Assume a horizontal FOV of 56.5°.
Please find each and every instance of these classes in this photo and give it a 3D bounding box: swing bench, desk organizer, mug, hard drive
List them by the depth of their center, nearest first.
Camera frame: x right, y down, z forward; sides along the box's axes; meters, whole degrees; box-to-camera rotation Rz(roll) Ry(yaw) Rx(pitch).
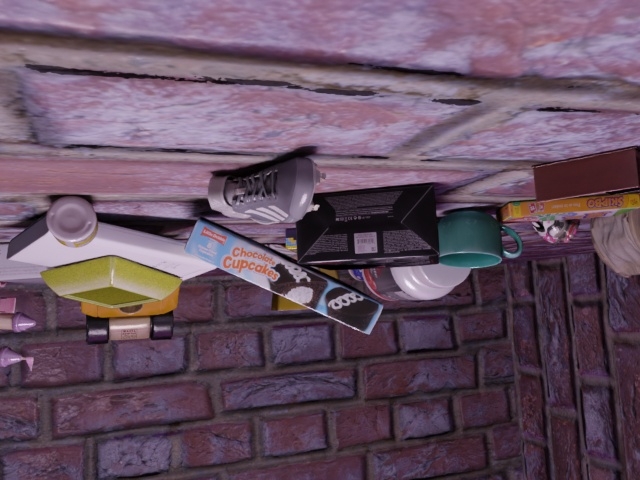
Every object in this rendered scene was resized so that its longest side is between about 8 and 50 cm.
[{"bbox_3d":[0.349,-0.082,0.776,0.130,0.050,0.047,-8,172,40],"label":"desk organizer"},{"bbox_3d":[-0.366,0.025,1.070,0.307,0.040,0.203,17,154,-41],"label":"hard drive"},{"bbox_3d":[0.308,-0.004,1.199,0.157,0.098,0.129,9,163,-21],"label":"mug"},{"bbox_3d":[0.753,0.002,1.283,0.254,0.165,0.253,-4,175,7],"label":"swing bench"}]

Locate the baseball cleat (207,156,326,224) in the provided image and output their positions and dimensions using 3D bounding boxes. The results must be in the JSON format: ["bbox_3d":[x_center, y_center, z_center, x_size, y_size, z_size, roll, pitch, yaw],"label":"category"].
[{"bbox_3d":[-0.075,-0.054,0.709,0.109,0.072,0.206,6,168,-20],"label":"baseball cleat"}]

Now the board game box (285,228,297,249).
[{"bbox_3d":[0.000,0.000,1.389,0.141,0.048,0.170,-2,175,5],"label":"board game box"}]

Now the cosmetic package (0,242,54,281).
[{"bbox_3d":[-0.655,0.056,1.370,0.117,0.086,0.231,-3,175,-8],"label":"cosmetic package"}]

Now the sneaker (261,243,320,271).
[{"bbox_3d":[-0.118,0.071,1.647,0.262,0.121,0.099,-2,173,-14],"label":"sneaker"}]

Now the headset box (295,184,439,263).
[{"bbox_3d":[0.094,-0.010,1.030,0.218,0.110,0.293,-4,174,12],"label":"headset box"}]

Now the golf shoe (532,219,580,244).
[{"bbox_3d":[0.516,-0.036,1.332,0.085,0.068,0.186,25,-179,10],"label":"golf shoe"}]

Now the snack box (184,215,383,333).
[{"bbox_3d":[-0.069,0.053,1.003,0.321,0.060,0.187,25,179,-12],"label":"snack box"}]

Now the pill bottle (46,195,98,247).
[{"bbox_3d":[-0.355,-0.023,0.857,0.065,0.065,0.116,-1,173,-20],"label":"pill bottle"}]

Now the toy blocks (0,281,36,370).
[{"bbox_3d":[-0.872,0.194,1.575,0.259,0.289,0.309,2,171,-3],"label":"toy blocks"}]

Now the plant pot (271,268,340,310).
[{"bbox_3d":[-0.048,0.127,1.917,0.212,0.187,0.212,-2,173,-11],"label":"plant pot"}]

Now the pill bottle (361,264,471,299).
[{"bbox_3d":[0.225,0.053,1.403,0.176,0.177,0.318,-2,174,-15],"label":"pill bottle"}]

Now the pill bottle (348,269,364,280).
[{"bbox_3d":[0.173,0.059,1.749,0.112,0.112,0.186,0,172,-34],"label":"pill bottle"}]

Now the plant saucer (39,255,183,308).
[{"bbox_3d":[-0.389,0.088,1.116,0.188,0.045,0.188,-12,159,25],"label":"plant saucer"}]

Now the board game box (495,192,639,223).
[{"bbox_3d":[0.486,-0.062,1.160,0.259,0.039,0.124,-7,175,5],"label":"board game box"}]

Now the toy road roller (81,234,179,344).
[{"bbox_3d":[-0.448,0.076,1.383,0.202,0.241,0.330,-1,136,-22],"label":"toy road roller"}]
